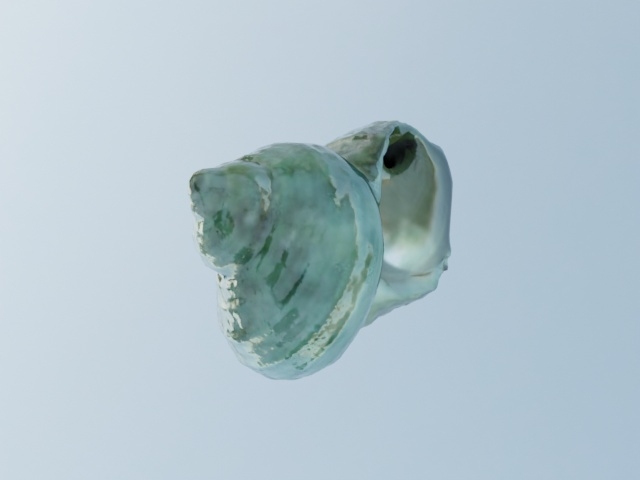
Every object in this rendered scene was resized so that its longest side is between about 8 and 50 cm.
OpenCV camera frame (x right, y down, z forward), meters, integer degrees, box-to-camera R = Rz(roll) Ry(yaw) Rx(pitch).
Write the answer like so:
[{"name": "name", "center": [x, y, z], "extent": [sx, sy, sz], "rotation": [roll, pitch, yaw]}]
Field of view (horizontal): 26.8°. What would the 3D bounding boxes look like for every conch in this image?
[{"name": "conch", "center": [-0.001, -0.001, 0.811], "extent": [0.122, 0.188, 0.176], "rotation": [29, -86, 19]}]
